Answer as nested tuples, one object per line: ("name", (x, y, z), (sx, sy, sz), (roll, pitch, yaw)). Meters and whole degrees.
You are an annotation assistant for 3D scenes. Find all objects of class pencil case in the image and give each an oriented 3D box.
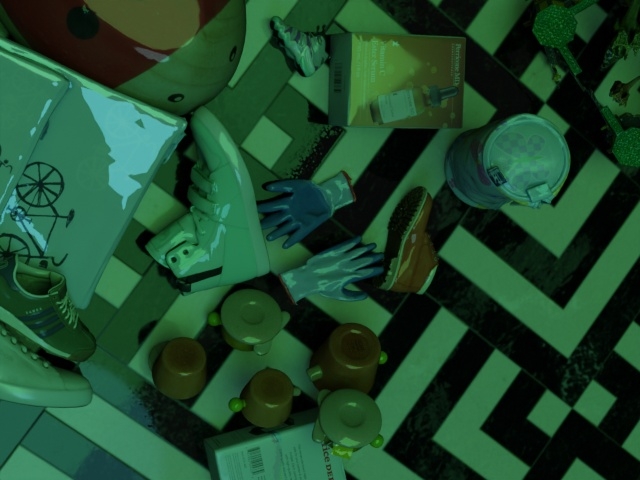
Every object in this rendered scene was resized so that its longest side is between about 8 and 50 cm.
("pencil case", (0.251, -0.103, 1.797), (0.113, 0.273, 0.124), (-35, 95, -6))

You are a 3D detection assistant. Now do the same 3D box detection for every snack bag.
("snack bag", (-0.382, -0.078, 1.655), (0.343, 0.037, 0.323), (23, 109, -23))

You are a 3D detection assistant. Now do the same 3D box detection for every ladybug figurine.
("ladybug figurine", (-0.265, -0.352, 1.654), (0.305, 0.162, 0.449), (-44, 107, -9))

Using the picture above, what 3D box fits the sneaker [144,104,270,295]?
("sneaker", (-0.166, -0.042, 1.743), (0.151, 0.094, 0.255), (-21, 116, -14))

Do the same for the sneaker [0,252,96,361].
("sneaker", (-0.349, 0.084, 1.698), (0.086, 0.064, 0.192), (-43, 123, 18))

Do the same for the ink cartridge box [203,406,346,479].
("ink cartridge box", (-0.062, 0.321, 1.848), (0.175, 0.072, 0.127), (-14, 100, -16))

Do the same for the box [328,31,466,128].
("box", (0.105, -0.221, 1.830), (0.171, 0.091, 0.130), (-1, 97, -18))

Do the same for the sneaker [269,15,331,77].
("sneaker", (-0.022, -0.281, 1.811), (0.069, 0.038, 0.098), (-40, 116, -12))

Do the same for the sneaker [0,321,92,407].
("sneaker", (-0.419, 0.134, 1.690), (0.290, 0.106, 0.123), (19, 87, -21))

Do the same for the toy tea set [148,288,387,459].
("toy tea set", (-0.066, 0.186, 1.815), (0.336, 0.124, 0.200), (19, 55, -2))

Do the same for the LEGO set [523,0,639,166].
("LEGO set", (0.455, -0.290, 1.924), (0.255, 0.192, 0.331), (-39, 106, 21))

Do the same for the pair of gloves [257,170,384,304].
("pair of gloves", (0.000, 0.000, 1.830), (0.159, 0.023, 0.198), (-21, 84, -19))

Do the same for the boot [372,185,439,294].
("boot", (0.138, 0.002, 1.889), (0.085, 0.059, 0.157), (16, 100, -22))
